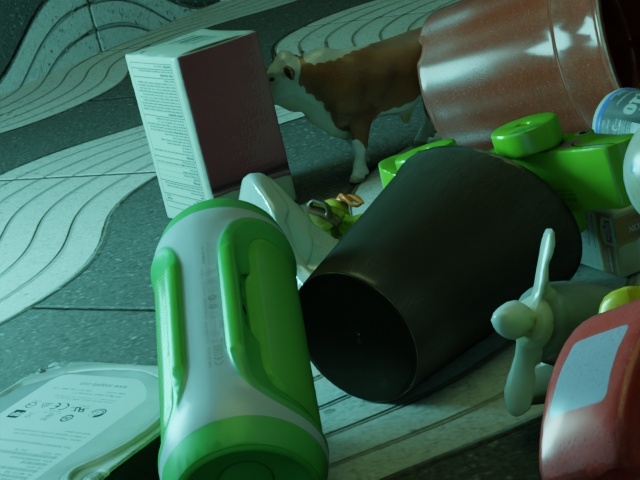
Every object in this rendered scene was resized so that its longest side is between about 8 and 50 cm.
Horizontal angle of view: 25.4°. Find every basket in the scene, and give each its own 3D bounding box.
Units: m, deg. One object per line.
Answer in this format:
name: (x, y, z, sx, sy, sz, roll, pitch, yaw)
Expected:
basket: (0.090, 0.032, 1.266, 0.204, 0.154, 0.227, 20, 37, 30)

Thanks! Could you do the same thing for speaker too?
speaker: (-0.068, 0.094, 1.104, 0.131, 0.131, 0.296, -13, 37, 2)

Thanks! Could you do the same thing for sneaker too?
sneaker: (-0.003, 0.017, 1.380, 0.094, 0.080, 0.212, -17, 61, -32)

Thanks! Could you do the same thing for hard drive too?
hard drive: (-0.244, 0.197, 1.147, 0.237, 0.064, 0.339, 0, 23, 37)

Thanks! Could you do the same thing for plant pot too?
plant pot: (0.281, -0.221, 1.756, 0.265, 0.272, 0.272, -12, 16, 35)

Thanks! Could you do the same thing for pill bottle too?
pill bottle: (0.336, -0.105, 1.389, 0.078, 0.078, 0.137, -20, 19, -20)

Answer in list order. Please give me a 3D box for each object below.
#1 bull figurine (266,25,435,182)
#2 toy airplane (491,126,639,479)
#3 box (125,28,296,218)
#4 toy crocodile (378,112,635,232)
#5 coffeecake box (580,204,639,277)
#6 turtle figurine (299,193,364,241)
bull figurine: (0.072, -0.192, 1.895, 0.310, 0.188, 0.101, -19, 18, -17)
toy airplane: (0.295, 0.030, 0.900, 0.386, 0.272, 0.384, -26, -3, 4)
box: (-0.141, -0.147, 1.842, 0.127, 0.232, 0.148, -23, 20, -28)
toy crocodile: (0.180, -0.059, 1.389, 0.105, 0.115, 0.340, -31, 14, -37)
coffeecake box: (0.300, -0.033, 1.435, 0.142, 0.068, 0.185, -20, 19, -21)
turtle figurine: (0.000, 0.000, 1.521, 0.269, 0.087, 0.217, -2, 23, 21)
